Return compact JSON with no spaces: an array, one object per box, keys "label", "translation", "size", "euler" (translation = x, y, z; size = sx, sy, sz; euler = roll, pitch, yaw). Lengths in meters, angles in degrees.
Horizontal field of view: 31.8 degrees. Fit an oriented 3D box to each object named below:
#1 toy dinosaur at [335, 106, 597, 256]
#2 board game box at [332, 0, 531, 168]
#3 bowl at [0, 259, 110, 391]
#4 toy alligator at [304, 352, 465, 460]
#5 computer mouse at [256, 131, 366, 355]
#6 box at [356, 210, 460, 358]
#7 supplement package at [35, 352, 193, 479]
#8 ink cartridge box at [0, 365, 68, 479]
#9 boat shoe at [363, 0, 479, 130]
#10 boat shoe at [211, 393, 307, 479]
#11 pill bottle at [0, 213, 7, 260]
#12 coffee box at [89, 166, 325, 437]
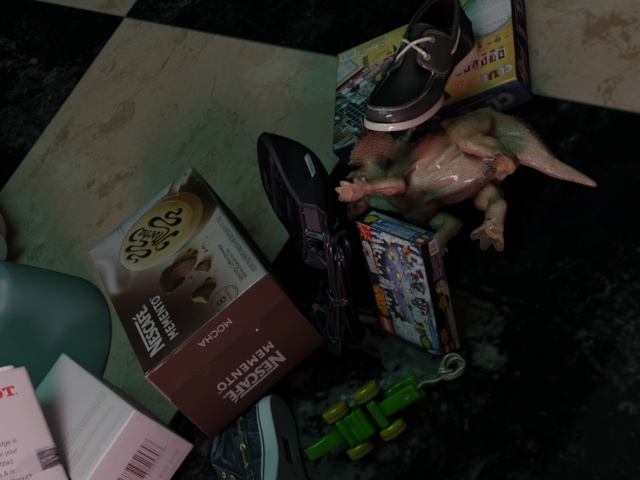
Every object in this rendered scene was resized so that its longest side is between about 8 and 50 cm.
[{"label":"toy dinosaur","translation":[0.135,-0.087,1.203],"size":[0.295,0.127,0.200],"euler":[-14,33,20]},{"label":"board game box","translation":[0.129,-0.197,1.344],"size":[0.243,0.042,0.165],"euler":[-19,49,29]},{"label":"bowl","translation":[-0.445,0.145,1.474],"size":[0.311,0.163,0.311],"euler":[-23,46,26]},{"label":"toy alligator","translation":[0.066,0.162,1.118],"size":[0.189,0.056,0.051],"euler":[-35,2,14]},{"label":"computer mouse","translation":[0.000,0.000,1.226],"size":[0.060,0.184,0.262],"euler":[-16,38,-13]},{"label":"box","translation":[0.088,0.044,1.126],"size":[0.027,0.137,0.094],"euler":[-32,33,-28]},{"label":"supplement package","translation":[-0.252,0.223,1.293],"size":[0.179,0.105,0.105],"euler":[25,78,47]},{"label":"ink cartridge box","translation":[-0.371,0.291,1.182],"size":[0.115,0.198,0.273],"euler":[-49,61,47]},{"label":"boat shoe","translation":[0.102,-0.192,1.206],"size":[0.084,0.079,0.233],"euler":[6,38,28]},{"label":"boat shoe","translation":[-0.062,0.248,1.151],"size":[0.083,0.065,0.183],"euler":[-33,37,18]},{"label":"pill bottle","translation":[-0.552,-0.027,1.729],"size":[0.117,0.117,0.208],"euler":[-48,41,0]},{"label":"coffee box","translation":[-0.137,0.060,1.277],"size":[0.168,0.119,0.297],"euler":[-39,34,0]}]
